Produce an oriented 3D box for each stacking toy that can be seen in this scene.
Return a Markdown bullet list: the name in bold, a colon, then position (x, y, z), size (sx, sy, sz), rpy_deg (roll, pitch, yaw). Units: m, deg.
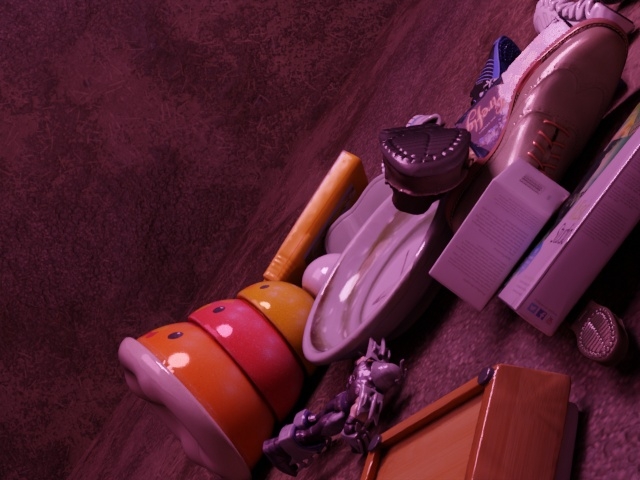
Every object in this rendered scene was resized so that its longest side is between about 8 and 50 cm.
- **stacking toy**: position (-0.107, 0.193, 2.116), size (0.480, 0.350, 0.350), rpy_deg (-41, 9, -17)

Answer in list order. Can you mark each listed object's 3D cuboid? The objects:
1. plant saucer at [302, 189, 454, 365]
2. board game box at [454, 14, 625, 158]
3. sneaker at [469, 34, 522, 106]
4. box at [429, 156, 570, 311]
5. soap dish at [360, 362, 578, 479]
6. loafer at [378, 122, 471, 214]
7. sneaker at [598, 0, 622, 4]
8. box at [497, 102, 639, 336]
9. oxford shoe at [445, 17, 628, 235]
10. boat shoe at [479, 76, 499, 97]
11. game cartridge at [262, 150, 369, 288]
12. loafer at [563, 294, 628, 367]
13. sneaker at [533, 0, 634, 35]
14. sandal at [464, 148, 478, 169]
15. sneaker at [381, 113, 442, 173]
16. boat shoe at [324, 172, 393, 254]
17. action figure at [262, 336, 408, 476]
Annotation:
- **plant saucer**: position (0.123, 0.060, 1.906), size (0.400, 0.100, 0.400), rpy_deg (-50, 14, 18)
- **board game box**: position (0.338, -0.212, 1.755), size (0.243, 0.042, 0.165), rpy_deg (-48, 47, 21)
- **sneaker**: position (0.327, -0.300, 2.118), size (0.090, 0.081, 0.232), rpy_deg (-36, 23, 37)
- **box**: position (0.245, -0.010, 1.528), size (0.170, 0.091, 0.130), rpy_deg (-59, -11, 29)
- **soap dish**: position (0.145, 0.278, 1.244), size (0.291, 0.118, 0.229), rpy_deg (-41, 19, 44)
- **loafer**: position (0.163, -0.104, 1.710), size (0.366, 0.134, 0.130), rpy_deg (-78, -20, -79)
- **sneaker**: position (0.505, -0.429, 1.757), size (0.299, 0.121, 0.112), rpy_deg (150, 123, -78)
- **box**: position (0.339, -0.037, 1.363), size (0.322, 0.058, 0.232), rpy_deg (-53, -2, 3)
- **oxford shoe**: position (0.326, -0.132, 1.621), size (0.397, 0.140, 0.146), rpy_deg (-61, 13, 23)
- **boat shoe**: position (0.308, -0.232, 1.902), size (0.079, 0.081, 0.227), rpy_deg (-78, 10, -57)
- **game cartridge**: position (0.000, 0.000, 2.343), size (0.323, 0.053, 0.285), rpy_deg (-59, -16, -10)
- **loafer**: position (0.313, 0.102, 1.236), size (0.056, 0.050, 0.148), rpy_deg (-54, 11, 14)
- **sneaker**: position (0.415, -0.341, 1.883), size (0.118, 0.110, 0.292), rpy_deg (-62, 12, 7)
- **sandal**: position (0.234, -0.140, 1.897), size (0.240, 0.079, 0.088), rpy_deg (13, 106, 56)
- **sneaker**: position (0.197, -0.199, 2.370), size (0.083, 0.071, 0.190), rpy_deg (-16, 41, 61)
- **boat shoe**: position (0.125, -0.050, 2.171), size (0.302, 0.091, 0.114), rpy_deg (-34, 68, 46)
- **action figure**: position (0.039, 0.261, 1.730), size (0.285, 0.099, 0.185), rpy_deg (-41, 12, 36)
